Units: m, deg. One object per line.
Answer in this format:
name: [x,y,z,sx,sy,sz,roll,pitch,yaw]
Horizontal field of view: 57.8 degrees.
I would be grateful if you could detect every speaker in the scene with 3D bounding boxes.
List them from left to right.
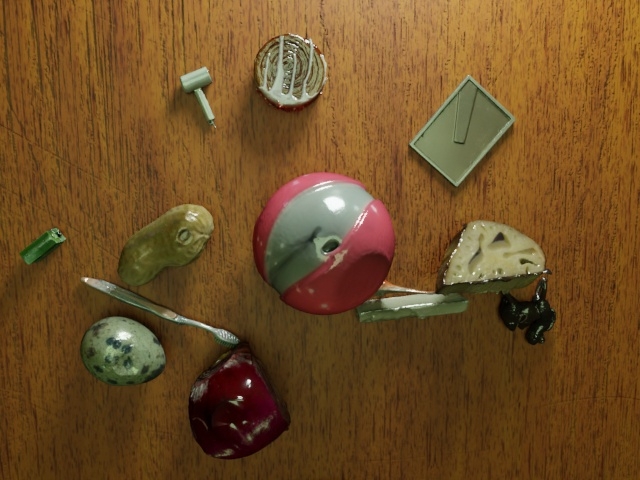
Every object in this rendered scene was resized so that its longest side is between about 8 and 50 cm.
speaker: [0.000,0.000,1.193,0.294,0.294,0.294,-1,98,-5]

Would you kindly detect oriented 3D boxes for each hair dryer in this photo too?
hair dryer: [-0.246,-0.300,1.235,0.063,0.038,0.124,-23,104,-2]

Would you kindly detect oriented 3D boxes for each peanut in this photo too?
peanut: [-0.330,0.014,1.230,0.236,0.110,0.120,-37,112,2]

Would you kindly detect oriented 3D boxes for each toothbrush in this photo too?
toothbrush: [-0.353,0.158,1.286,0.375,0.028,0.037,25,136,-7]

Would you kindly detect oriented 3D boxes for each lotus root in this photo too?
lotus root: [0.365,0.039,1.274,0.261,0.074,0.170,1,61,-13]

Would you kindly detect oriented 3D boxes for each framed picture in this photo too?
framed picture: [0.317,-0.243,1.298,0.150,0.015,0.203,39,93,-8]

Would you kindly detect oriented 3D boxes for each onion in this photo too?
onion: [-0.185,0.366,1.238,0.207,0.206,0.216,-34,100,0]

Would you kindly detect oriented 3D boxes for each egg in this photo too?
egg: [-0.418,0.240,1.236,0.182,0.141,0.141,29,94,-19]

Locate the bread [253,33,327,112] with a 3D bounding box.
bread: [-0.063,-0.351,1.222,0.160,0.073,0.160,-1,98,-6]

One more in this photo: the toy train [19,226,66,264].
toy train: [-0.591,0.012,1.232,0.093,0.056,0.038,-38,97,0]

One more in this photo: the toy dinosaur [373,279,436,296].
toy dinosaur: [0.129,0.100,1.286,0.279,0.101,0.055,-5,109,7]

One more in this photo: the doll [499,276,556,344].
doll: [0.482,0.167,1.348,0.139,0.057,0.165,-7,103,-7]

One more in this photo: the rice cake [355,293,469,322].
rice cake: [0.207,0.153,1.319,0.256,0.057,0.052,-6,96,-4]
